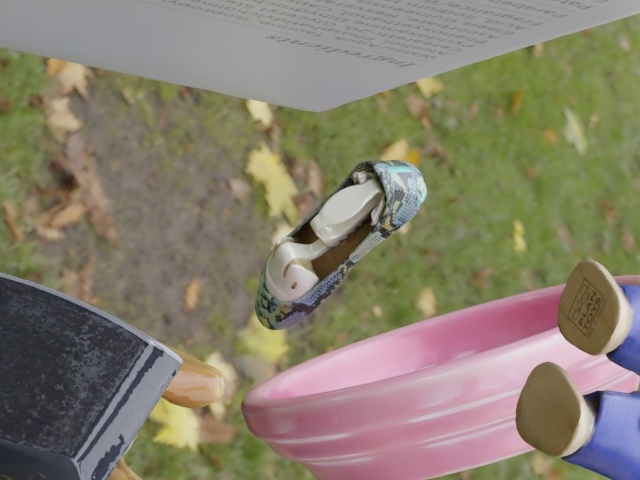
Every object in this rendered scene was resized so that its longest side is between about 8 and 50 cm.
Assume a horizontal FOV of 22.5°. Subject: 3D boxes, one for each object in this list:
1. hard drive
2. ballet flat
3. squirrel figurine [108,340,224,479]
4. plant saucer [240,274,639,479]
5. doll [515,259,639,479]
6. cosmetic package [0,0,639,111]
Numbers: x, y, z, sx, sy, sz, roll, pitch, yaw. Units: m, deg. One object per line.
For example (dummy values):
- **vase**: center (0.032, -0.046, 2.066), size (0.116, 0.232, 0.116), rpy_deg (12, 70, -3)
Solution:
- **hard drive**: center (-0.261, 0.107, 1.328), size (0.172, 0.254, 0.054), rpy_deg (-58, 154, -32)
- **ballet flat**: center (0.000, 0.000, 1.266), size (0.070, 0.188, 0.070), rpy_deg (38, 22, -18)
- **squirrel figurine**: center (-0.372, 0.278, 1.954), size (0.281, 0.397, 0.370), rpy_deg (-3, 112, -58)
- **plant saucer**: center (0.108, 0.110, 1.222), size (0.332, 0.332, 0.084), rpy_deg (-21, 94, -57)
- **doll**: center (0.167, 0.059, 0.567), size (0.189, 0.129, 0.046), rpy_deg (17, 9, -23)
- **cosmetic package**: center (-0.041, -0.272, 0.807), size (0.327, 0.393, 0.329), rpy_deg (9, 82, -25)
